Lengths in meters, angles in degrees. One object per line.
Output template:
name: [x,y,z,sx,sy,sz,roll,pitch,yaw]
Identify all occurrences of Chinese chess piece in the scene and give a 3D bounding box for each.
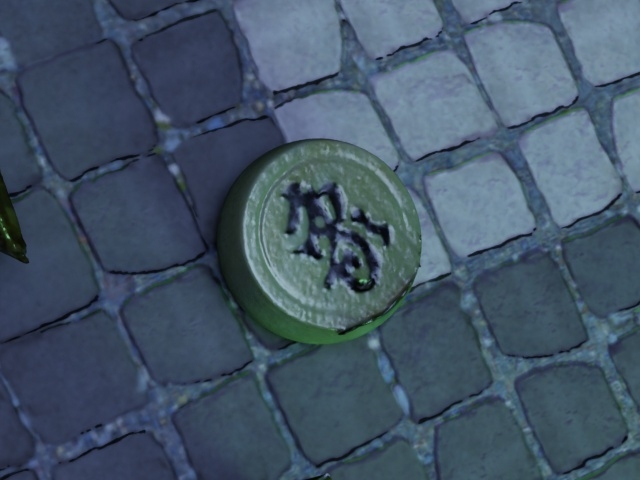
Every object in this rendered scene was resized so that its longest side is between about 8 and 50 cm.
Chinese chess piece: [0.000,0.000,1.169,0.144,0.058,0.144,5,77,-20]

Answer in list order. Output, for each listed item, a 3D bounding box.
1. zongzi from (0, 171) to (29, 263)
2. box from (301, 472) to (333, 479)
zongzi: [-0.417,-0.113,0.986,0.403,0.208,0.432,-25,99,-18]
box: [-0.053,0.269,1.038,0.195,0.148,0.177,-26,89,-23]
